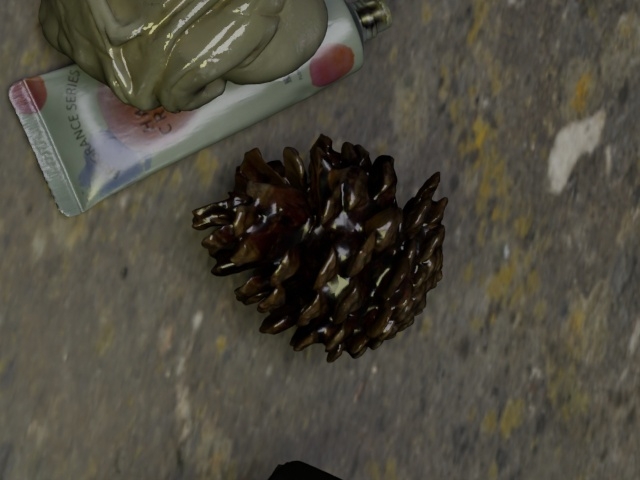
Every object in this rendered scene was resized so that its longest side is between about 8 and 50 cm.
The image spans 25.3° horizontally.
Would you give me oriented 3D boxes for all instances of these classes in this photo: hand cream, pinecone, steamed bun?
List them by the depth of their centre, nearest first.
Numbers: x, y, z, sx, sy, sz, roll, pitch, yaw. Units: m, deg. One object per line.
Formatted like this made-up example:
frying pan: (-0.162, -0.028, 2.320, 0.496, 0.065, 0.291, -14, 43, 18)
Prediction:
steamed bun: (-0.115, -0.218, 1.166, 0.211, 0.144, 0.218, -31, 54, -20)
pinecone: (0.004, -0.002, 1.207, 0.204, 0.179, 0.184, 36, 51, 5)
hand cream: (-0.091, -0.141, 1.243, 0.341, 0.078, 0.124, -24, 92, -15)

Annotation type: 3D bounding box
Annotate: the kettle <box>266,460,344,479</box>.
kettle: (-0.068, 0.311, 1.074, 0.262, 0.308, 0.203, -23, 93, -19)
